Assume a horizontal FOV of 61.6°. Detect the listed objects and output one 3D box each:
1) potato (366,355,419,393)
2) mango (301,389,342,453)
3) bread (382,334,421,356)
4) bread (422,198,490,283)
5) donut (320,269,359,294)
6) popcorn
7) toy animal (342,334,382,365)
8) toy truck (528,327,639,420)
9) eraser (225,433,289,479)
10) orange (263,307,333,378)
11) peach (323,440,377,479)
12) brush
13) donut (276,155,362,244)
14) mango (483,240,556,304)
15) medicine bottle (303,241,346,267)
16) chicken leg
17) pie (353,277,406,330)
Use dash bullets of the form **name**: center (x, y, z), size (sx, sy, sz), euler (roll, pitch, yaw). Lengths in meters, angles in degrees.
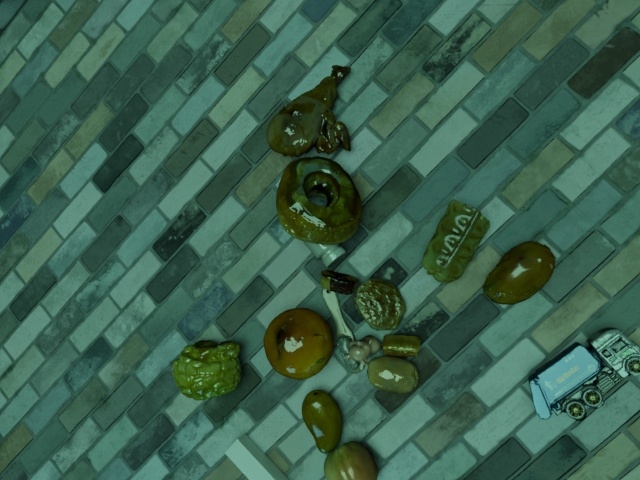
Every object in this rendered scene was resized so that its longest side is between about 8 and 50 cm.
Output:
- **potato**: center (0.245, 0.457, 1.825), size (0.178, 0.109, 0.118), euler (10, 56, 11)
- **mango**: center (0.009, 0.635, 1.888), size (0.136, 0.099, 0.228), euler (-14, 92, 9)
- **bread**: center (0.277, 0.360, 1.838), size (0.132, 0.074, 0.053), euler (3, 125, 18)
- **bread**: center (0.442, 0.013, 1.781), size (0.152, 0.130, 0.268), euler (28, 96, 10)
- **donut**: center (0.062, 0.145, 1.876), size (0.140, 0.140, 0.059), euler (16, 101, 15)
- **popcorn**: center (-0.401, 0.458, 1.955), size (0.237, 0.206, 0.251), euler (34, 85, 28)
- **toy animal**: center (0.153, 0.372, 1.841), size (0.083, 0.150, 0.089), euler (-25, 88, 54)
- **toy truck**: center (0.813, 0.418, 1.659), size (0.367, 0.146, 0.175), euler (-40, 75, 10)
- **eraser**: center (-0.209, 0.843, 1.945), size (0.298, 0.078, 0.076), euler (42, 98, 13)
- **orange**: center (-0.075, 0.355, 1.849), size (0.246, 0.246, 0.246), euler (-1, 88, 15)
- **peach**: center (0.105, 0.782, 1.819), size (0.184, 0.184, 0.184), euler (-1, 88, 15)
- **brush**: center (0.071, 0.316, 1.902), size (0.070, 0.065, 0.327), euler (-22, 81, 16)
- **donut**: center (-0.007, -0.145, 1.831), size (0.330, 0.160, 0.330), euler (1, 62, -2)
- **mango**: center (0.635, 0.104, 1.728), size (0.248, 0.151, 0.156), euler (-42, 48, 15)
- **medicine bottle**: center (0.000, 0.000, 1.910), size (0.103, 0.103, 0.187), euler (-42, 79, 10)
- **chicken leg**: center (0.011, -0.440, 1.917), size (0.295, 0.182, 0.409), euler (33, 80, 5)
- **pie**: center (0.208, 0.223, 1.862), size (0.163, 0.079, 0.193), euler (-29, 84, -2)
